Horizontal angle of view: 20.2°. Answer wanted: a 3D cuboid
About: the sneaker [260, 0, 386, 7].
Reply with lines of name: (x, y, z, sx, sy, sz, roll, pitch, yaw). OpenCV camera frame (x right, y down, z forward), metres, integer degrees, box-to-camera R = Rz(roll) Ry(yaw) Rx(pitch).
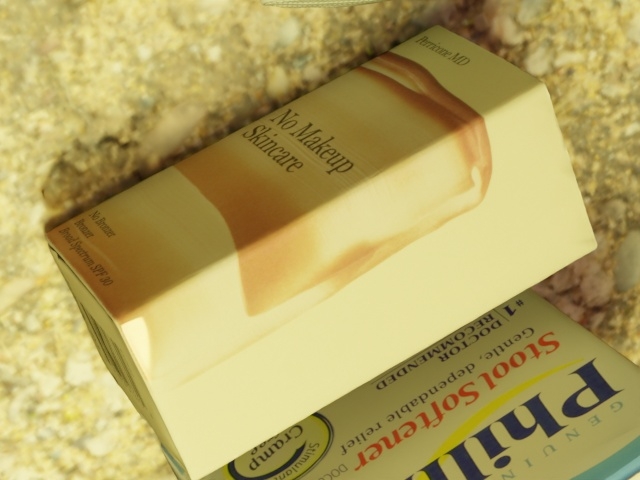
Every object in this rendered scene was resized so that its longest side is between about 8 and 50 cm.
sneaker: (0.072, -0.203, 1.122, 0.258, 0.094, 0.091, -16, 97, -24)

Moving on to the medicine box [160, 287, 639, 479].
medicine box: (0.081, 0.172, 1.140, 0.263, 0.289, 0.149, -32, 120, -12)

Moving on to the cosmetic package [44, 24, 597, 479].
cosmetic package: (0.000, 0.000, 1.118, 0.296, 0.153, 0.129, -29, 120, -14)
